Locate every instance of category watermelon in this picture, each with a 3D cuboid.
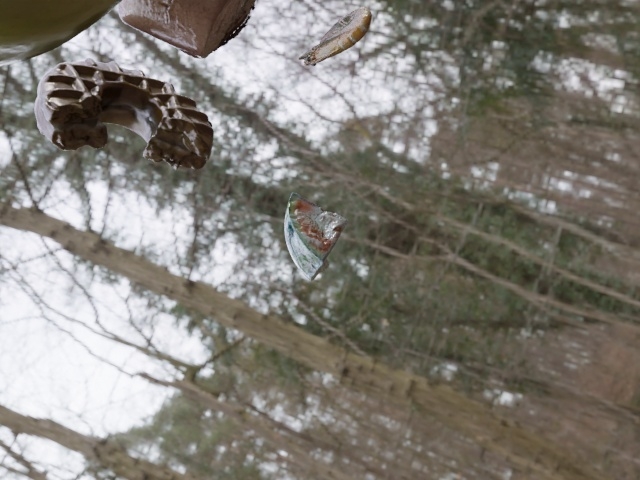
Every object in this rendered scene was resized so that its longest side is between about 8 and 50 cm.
[{"bbox_3d":[0.000,0.000,0.875,0.061,0.085,0.085,-25,-40,1],"label":"watermelon"}]

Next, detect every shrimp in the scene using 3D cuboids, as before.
[{"bbox_3d":[0.020,-0.243,1.133,0.023,0.108,0.059,37,-133,-34],"label":"shrimp"}]

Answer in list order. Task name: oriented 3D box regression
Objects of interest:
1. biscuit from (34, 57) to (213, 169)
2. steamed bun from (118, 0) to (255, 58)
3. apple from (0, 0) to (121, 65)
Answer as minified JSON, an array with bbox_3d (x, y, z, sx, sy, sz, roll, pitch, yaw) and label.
[{"bbox_3d":[-0.398,-0.261,1.930,0.366,0.268,0.115,9,-55,-33],"label":"biscuit"},{"bbox_3d":[-0.234,-0.520,1.843,0.301,0.251,0.199,-61,6,-31],"label":"steamed bun"},{"bbox_3d":[-0.463,-0.465,1.303,0.473,0.473,0.474,-34,-49,-50],"label":"apple"}]
